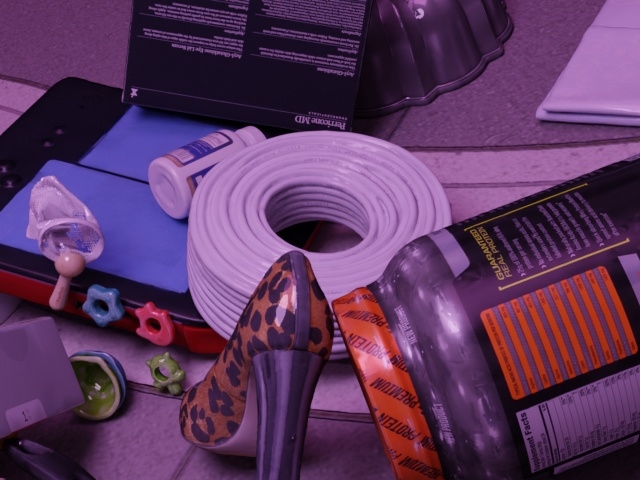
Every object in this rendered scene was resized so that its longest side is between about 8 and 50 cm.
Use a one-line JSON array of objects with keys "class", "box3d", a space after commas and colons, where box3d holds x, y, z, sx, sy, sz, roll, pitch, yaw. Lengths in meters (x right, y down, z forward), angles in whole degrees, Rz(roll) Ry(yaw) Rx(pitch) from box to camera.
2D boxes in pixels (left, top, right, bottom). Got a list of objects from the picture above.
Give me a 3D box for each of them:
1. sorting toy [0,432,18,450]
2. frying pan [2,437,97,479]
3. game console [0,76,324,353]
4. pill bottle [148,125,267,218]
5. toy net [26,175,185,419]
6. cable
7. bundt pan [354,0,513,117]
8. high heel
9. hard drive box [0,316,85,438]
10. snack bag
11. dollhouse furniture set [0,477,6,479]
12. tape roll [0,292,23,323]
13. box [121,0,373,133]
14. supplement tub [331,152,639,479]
[{"class": "sorting toy", "box3d": [-0.435, 0.132, 1.132, 0.307, 0.041, 0.229, -5, 74, 19]}, {"class": "frying pan", "box3d": [-0.134, 0.209, 0.781, 0.326, 0.053, 0.197, 7, 8, 21]}, {"class": "game console", "box3d": [-0.189, -0.047, 1.242, 0.387, 0.060, 0.342, 15, 46, 14]}, {"class": "pill bottle", "box3d": [-0.111, -0.074, 1.193, 0.120, 0.067, 0.067, -29, 35, -32]}, {"class": "toy net", "box3d": [-0.211, 0.052, 1.073, 0.122, 0.232, 0.045, -10, 17, 24]}, {"class": "cable", "box3d": [0.000, 0.000, 1.096, 0.257, 0.089, 0.257, 12, 44, 10]}, {"class": "bundt pan", "box3d": [0.073, -0.297, 1.485, 0.331, 0.124, 0.330, -13, 35, 9]}, {"class": "high heel", "box3d": [-0.054, 0.089, 0.956, 0.093, 0.186, 0.261, 5, 5, -20]}, {"class": "hard drive box", "box3d": [-0.348, 0.152, 0.986, 0.232, 0.089, 0.181, -23, -3, 11]}, {"class": "snack bag", "box3d": [0.447, -0.230, 1.297, 0.323, 0.037, 0.342, 7, 43, 32]}, {"class": "dollhouse furniture set", "box3d": [-0.125, 0.268, 0.809, 0.302, 0.151, 0.197, -1, 40, 23]}, {"class": "tape roll", "box3d": [-0.469, 0.027, 1.328, 0.286, 0.100, 0.286, -13, 36, 10]}, {"class": "box", "box3d": [-0.079, -0.231, 1.309, 0.261, 0.184, 0.103, 9, 16, -1]}, {"class": "supplement tub", "box3d": [0.192, 0.062, 0.887, 0.338, 0.207, 0.207, -20, 36, -2]}]
